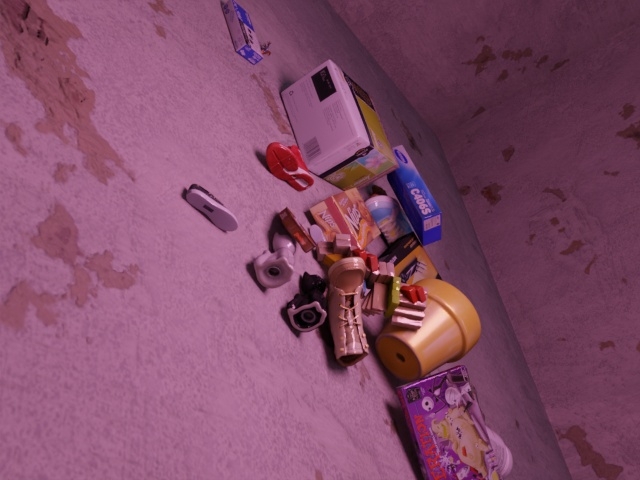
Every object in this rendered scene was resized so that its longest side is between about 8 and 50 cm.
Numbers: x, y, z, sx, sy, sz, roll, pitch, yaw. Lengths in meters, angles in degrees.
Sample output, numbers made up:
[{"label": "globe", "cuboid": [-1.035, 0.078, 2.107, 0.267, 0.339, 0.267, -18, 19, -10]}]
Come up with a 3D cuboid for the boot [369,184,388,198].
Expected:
[{"label": "boot", "cuboid": [0.225, -0.164, 2.302, 0.197, 0.073, 0.152, 51, 23, -51]}]

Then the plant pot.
[{"label": "plant pot", "cuboid": [0.292, 0.275, 1.700, 0.239, 0.254, 0.254, -35, 96, -36]}]

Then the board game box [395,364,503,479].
[{"label": "board game box", "cuboid": [0.347, 0.530, 1.567, 0.056, 0.208, 0.346, 139, -65, -72]}]

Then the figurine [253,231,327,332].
[{"label": "figurine", "cuboid": [-0.062, 0.086, 1.425, 0.214, 0.092, 0.209, 55, 15, -14]}]

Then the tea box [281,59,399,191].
[{"label": "tea box", "cuboid": [0.072, -0.383, 2.047, 0.324, 0.220, 0.328, 22, 45, -55]}]

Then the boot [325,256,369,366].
[{"label": "boot", "cuboid": [0.070, 0.178, 1.437, 0.262, 0.095, 0.203, 105, -20, -55]}]

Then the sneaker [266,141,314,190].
[{"label": "sneaker", "cuboid": [-0.106, -0.243, 1.724, 0.221, 0.087, 0.128, 49, 14, -54]}]

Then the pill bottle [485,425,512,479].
[{"label": "pill bottle", "cuboid": [0.455, 0.622, 1.752, 0.283, 0.160, 0.160, 41, 30, -40]}]

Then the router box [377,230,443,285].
[{"label": "router box", "cuboid": [0.295, 0.137, 2.001, 0.242, 0.081, 0.309, 58, 37, -5]}]

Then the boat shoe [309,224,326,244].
[{"label": "boat shoe", "cuboid": [0.000, 0.000, 1.705, 0.100, 0.035, 0.035, 57, -4, 1]}]

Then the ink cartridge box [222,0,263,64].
[{"label": "ink cartridge box", "cuboid": [-0.257, -0.689, 1.944, 0.097, 0.046, 0.207, 24, 42, -56]}]

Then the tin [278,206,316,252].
[{"label": "tin", "cuboid": [-0.063, -0.029, 1.520, 0.106, 0.040, 0.189, 56, 0, -18]}]

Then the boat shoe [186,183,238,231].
[{"label": "boat shoe", "cuboid": [-0.233, -0.074, 1.289, 0.142, 0.049, 0.040, 41, 29, -33]}]

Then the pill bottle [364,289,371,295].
[{"label": "pill bottle", "cuboid": [0.164, 0.167, 1.826, 0.083, 0.043, 0.043, 31, 37, -50]}]

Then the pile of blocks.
[{"label": "pile of blocks", "cuboid": [0.135, 0.103, 1.587, 0.362, 0.112, 0.149, 31, 54, 10]}]

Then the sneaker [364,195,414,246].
[{"label": "sneaker", "cuboid": [0.279, -0.027, 2.183, 0.319, 0.127, 0.208, 32, 35, -47]}]

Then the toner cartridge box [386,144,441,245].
[{"label": "toner cartridge box", "cuboid": [0.330, -0.165, 2.110, 0.165, 0.075, 0.347, 77, -7, -54]}]

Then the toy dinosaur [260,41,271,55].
[{"label": "toy dinosaur", "cuboid": [-0.194, -0.663, 2.055, 0.090, 0.047, 0.082, 53, 41, -43]}]

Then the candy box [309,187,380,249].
[{"label": "candy box", "cuboid": [0.086, -0.058, 1.849, 0.182, 0.088, 0.316, 61, 20, 0]}]
